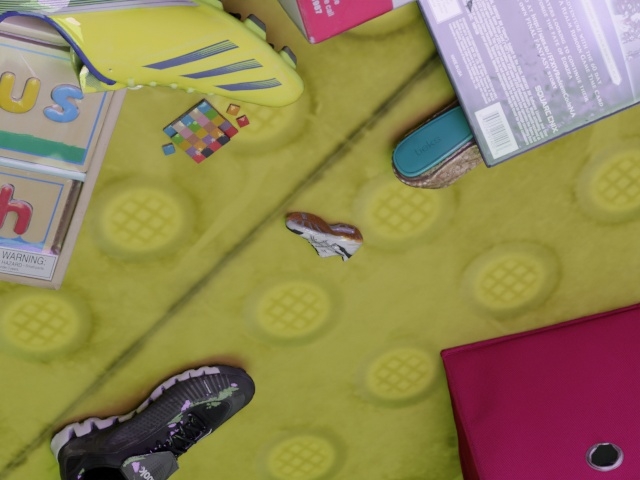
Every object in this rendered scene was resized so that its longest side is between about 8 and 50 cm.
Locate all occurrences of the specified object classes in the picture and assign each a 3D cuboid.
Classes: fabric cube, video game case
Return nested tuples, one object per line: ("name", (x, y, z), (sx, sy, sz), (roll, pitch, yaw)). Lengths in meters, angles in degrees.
("fabric cube", (0.289, 0.257, 1.512), (0.254, 0.258, 0.259), (-14, 130, 1))
("video game case", (0.233, -0.203, 1.227), (0.274, 0.026, 0.196), (-23, 107, 6))

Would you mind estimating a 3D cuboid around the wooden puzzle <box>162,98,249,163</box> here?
("wooden puzzle", (-0.108, -0.099, 1.299), (0.083, 0.006, 0.049), (-35, 127, 17))

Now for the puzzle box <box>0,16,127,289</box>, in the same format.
("puzzle box", (-0.384, -0.105, 1.206), (0.409, 0.052, 0.272), (11, 125, -19))

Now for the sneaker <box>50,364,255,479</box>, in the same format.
("sneaker", (-0.169, 0.211, 1.474), (0.234, 0.106, 0.078), (-24, 130, 8))

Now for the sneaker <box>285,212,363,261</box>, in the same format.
("sneaker", (0.000, 0.000, 1.386), (0.083, 0.032, 0.037), (17, 123, -23))

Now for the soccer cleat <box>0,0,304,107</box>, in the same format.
("soccer cleat", (-0.142, -0.161, 1.155), (0.289, 0.093, 0.121), (25, 89, -33))

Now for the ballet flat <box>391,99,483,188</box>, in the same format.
("ballet flat", (0.160, -0.113, 1.318), (0.206, 0.073, 0.067), (-29, 156, 15))

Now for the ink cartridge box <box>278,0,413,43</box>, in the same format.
("ink cartridge box", (0.081, -0.315, 1.046), (0.306, 0.131, 0.226), (-26, 131, -9))
